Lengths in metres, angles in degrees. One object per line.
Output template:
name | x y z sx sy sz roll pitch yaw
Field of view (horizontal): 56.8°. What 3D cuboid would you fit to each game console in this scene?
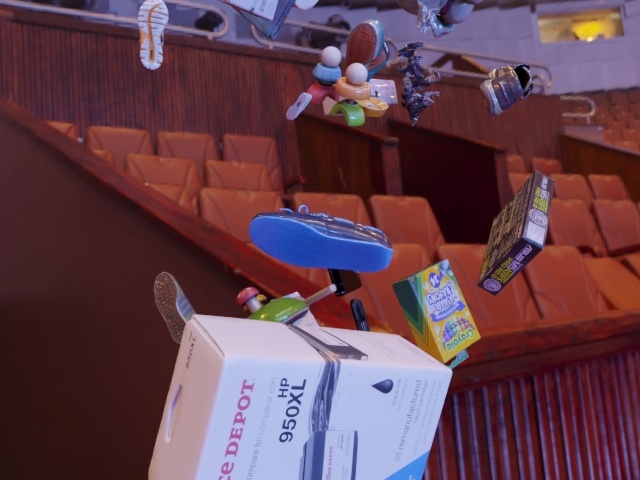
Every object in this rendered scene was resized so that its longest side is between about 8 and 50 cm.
game console | 0.110 0.218 1.987 0.044 0.361 0.213 -18 -4 19

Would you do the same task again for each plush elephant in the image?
plush elephant | 0.392 -0.798 1.891 0.255 0.330 0.272 0 -13 -36

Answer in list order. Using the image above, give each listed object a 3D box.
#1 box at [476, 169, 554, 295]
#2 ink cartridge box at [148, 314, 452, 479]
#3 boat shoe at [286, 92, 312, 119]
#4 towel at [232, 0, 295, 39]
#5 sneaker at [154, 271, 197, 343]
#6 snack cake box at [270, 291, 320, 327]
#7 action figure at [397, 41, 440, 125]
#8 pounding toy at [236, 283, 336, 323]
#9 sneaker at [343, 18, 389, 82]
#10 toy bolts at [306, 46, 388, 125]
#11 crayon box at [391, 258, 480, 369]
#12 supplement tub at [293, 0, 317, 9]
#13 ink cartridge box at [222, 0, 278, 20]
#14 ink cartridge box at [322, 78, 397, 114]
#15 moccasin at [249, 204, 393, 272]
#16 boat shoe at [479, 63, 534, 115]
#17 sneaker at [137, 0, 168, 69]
box | 0.502 -0.021 1.517 0.060 0.270 0.216 28 -42 1
ink cartridge box | -0.027 0.288 0.907 0.394 0.286 0.166 10 8 -30
boat shoe | -0.059 -0.384 1.699 0.035 0.035 0.100 -10 -32 -50
towel | -0.226 -0.805 1.736 0.271 0.370 0.040 -48 5 45
sneaker | -0.345 0.173 1.447 0.064 0.192 0.086 -30 -25 7
snack cake box | -0.048 0.276 1.621 0.089 0.152 0.264 -18 31 -14
action figure | 0.334 -0.512 1.985 0.140 0.164 0.276 -6 -38 13
pounding toy | -0.109 0.143 1.269 0.237 0.110 0.183 -29 -10 -37
sneaker | 0.152 -0.586 1.801 0.121 0.108 0.302 -40 -6 -15
toy bolts | 0.085 -0.454 1.687 0.218 0.158 0.228 -22 46 -41
crayon box | 0.369 0.242 1.819 0.203 0.323 0.083 -21 -3 -41
supplement tub | -0.136 -0.929 2.060 0.272 0.191 0.191 34 14 28
ink cartridge box | -0.190 -0.683 1.570 0.082 0.140 0.190 27 17 28
ink cartridge box | 0.135 -0.504 2.088 0.219 0.093 0.160 -8 -3 -36
moccasin | 0.000 0.000 1.419 0.342 0.138 0.117 16 31 -6
boat shoe | 0.587 -0.467 1.805 0.130 0.132 0.355 -17 18 31
sneaker | -0.495 -0.601 1.729 0.084 0.215 0.083 7 0 -18
